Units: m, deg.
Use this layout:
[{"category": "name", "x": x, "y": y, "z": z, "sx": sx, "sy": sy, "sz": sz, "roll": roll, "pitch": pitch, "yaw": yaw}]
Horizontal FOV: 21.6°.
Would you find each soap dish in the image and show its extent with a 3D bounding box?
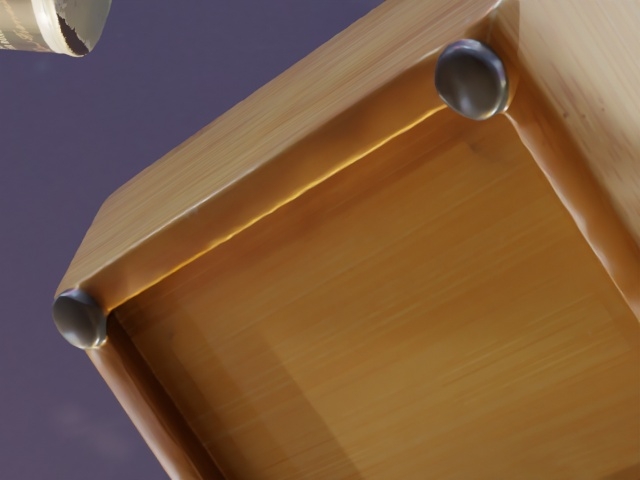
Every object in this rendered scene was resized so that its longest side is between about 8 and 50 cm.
[{"category": "soap dish", "x": 0.051, "y": 0.034, "z": 0.594, "sx": 0.291, "sy": 0.118, "sz": 0.229, "roll": -30, "pitch": -85, "yaw": 43}]

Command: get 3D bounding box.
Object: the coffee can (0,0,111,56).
[{"category": "coffee can", "x": -0.265, "y": -0.212, "z": 0.948, "sx": 0.275, "sy": 0.201, "sz": 0.202, "roll": 4, "pitch": -81, "yaw": 5}]
